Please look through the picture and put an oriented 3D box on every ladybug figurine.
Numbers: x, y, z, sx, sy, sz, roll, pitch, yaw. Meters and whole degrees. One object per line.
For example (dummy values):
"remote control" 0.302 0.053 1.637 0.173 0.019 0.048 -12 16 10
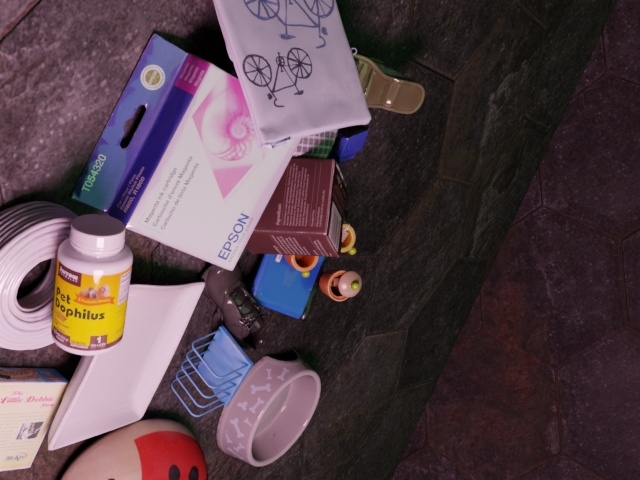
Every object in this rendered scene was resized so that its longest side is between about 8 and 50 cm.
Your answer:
"ladybug figurine" -0.397 0.560 1.859 0.305 0.162 0.449 -61 152 5

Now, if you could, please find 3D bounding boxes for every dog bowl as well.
"dog bowl" -0.131 0.472 2.285 0.349 0.102 0.348 -39 144 -36

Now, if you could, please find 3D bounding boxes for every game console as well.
"game console" -0.060 0.037 2.045 0.250 0.173 0.293 24 85 -31

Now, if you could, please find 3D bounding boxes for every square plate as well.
"square plate" -0.386 0.230 1.646 0.344 0.049 0.347 -64 165 5

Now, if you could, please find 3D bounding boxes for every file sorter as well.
"file sorter" -0.254 0.303 1.870 0.104 0.118 0.170 -20 150 -44

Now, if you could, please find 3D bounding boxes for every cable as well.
"cable" -0.479 0.063 1.359 0.257 0.089 0.257 -23 134 -49

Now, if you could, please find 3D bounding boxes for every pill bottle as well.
"pill bottle" -0.368 0.070 1.328 0.117 0.117 0.215 -20 130 -50

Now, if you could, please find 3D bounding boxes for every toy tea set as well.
"toy tea set" 0.000 0.000 1.900 0.336 0.124 0.200 43 76 -28

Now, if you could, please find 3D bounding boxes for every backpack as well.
"backpack" 0.029 -0.240 1.878 0.098 0.120 0.101 -24 145 -51

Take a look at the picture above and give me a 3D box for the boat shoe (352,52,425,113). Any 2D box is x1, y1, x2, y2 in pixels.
"boat shoe" 0.101 -0.368 1.894 0.302 0.103 0.113 15 109 -40

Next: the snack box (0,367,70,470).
"snack box" -0.599 0.313 1.420 0.322 0.060 0.187 19 99 -62

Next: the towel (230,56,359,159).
"towel" -0.058 -0.287 1.662 0.284 0.121 0.235 -3 117 -50

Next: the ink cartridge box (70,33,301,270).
"ink cartridge box" -0.223 -0.145 1.471 0.330 0.071 0.324 24 95 -38

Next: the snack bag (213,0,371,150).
"snack bag" -0.050 -0.350 1.516 0.323 0.037 0.342 -21 94 -46

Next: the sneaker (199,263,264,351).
"sneaker" -0.186 0.144 1.868 0.109 0.130 0.286 -43 146 -25

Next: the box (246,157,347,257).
"box" -0.061 -0.068 1.720 0.168 0.203 0.167 60 35 -70
